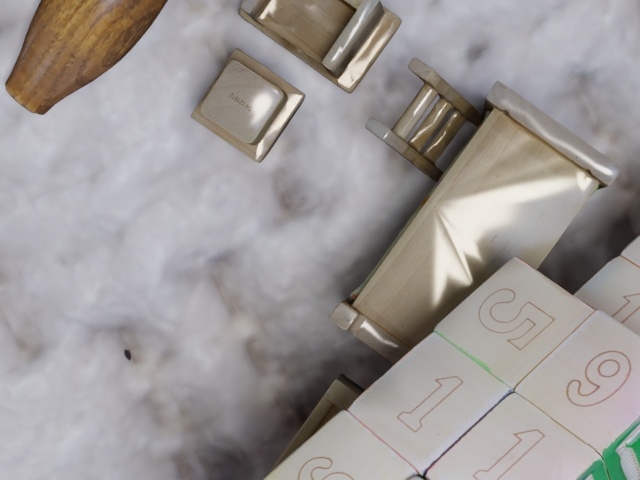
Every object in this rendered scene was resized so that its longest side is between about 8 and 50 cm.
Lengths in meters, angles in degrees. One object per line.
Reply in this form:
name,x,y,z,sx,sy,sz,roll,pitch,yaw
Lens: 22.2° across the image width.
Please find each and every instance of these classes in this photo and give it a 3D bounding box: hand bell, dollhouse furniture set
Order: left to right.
hand bell,-0.036,-0.141,0.604,0.126,0.126,0.242,36,104,-20
dollhouse furniture set,0.000,0.000,0.662,0.161,0.101,0.182,36,93,4

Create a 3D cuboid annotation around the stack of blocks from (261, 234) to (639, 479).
stack of blocks,0.105,0.091,0.608,0.297,0.087,0.171,-40,136,-14
